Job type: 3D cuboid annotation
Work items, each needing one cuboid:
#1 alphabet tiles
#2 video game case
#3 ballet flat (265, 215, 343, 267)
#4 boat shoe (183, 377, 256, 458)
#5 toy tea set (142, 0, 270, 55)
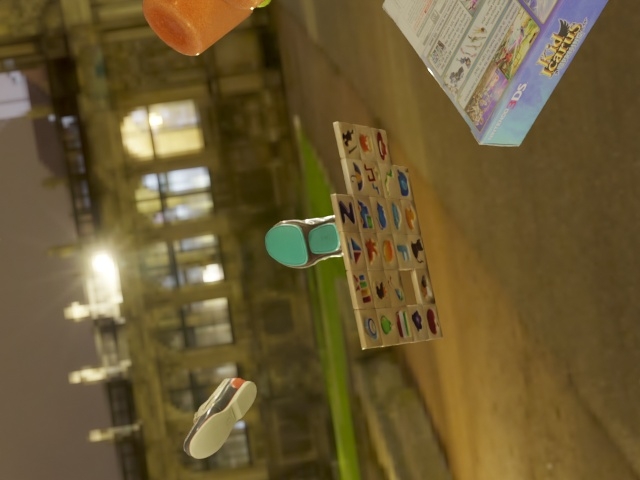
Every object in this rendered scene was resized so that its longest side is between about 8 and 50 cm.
[{"bbox_3d":[0.065,-0.007,1.469,0.198,0.009,0.237,1,-105,-62],"label":"alphabet tiles"},{"bbox_3d":[0.190,-0.276,1.422,0.270,0.061,0.244,-62,41,35],"label":"video game case"},{"bbox_3d":[0.000,0.000,2.004,0.213,0.068,0.072,-7,93,57],"label":"ballet flat"},{"bbox_3d":[-0.131,0.217,1.706,0.137,0.043,0.049,-49,-41,-43],"label":"boat shoe"},{"bbox_3d":[-0.066,-0.254,0.953,0.200,0.124,0.336,44,159,-10],"label":"toy tea set"}]
